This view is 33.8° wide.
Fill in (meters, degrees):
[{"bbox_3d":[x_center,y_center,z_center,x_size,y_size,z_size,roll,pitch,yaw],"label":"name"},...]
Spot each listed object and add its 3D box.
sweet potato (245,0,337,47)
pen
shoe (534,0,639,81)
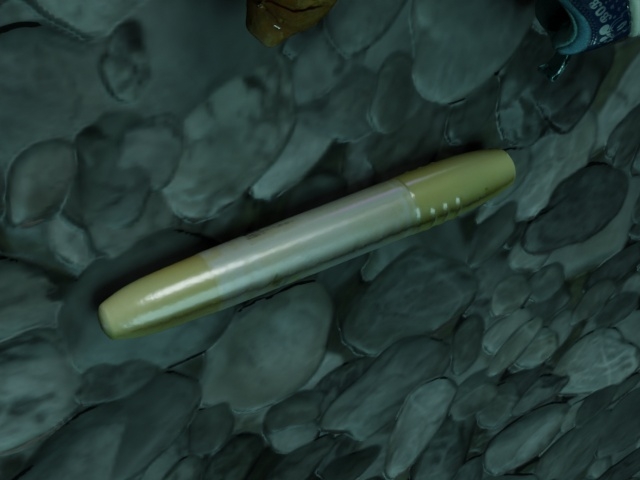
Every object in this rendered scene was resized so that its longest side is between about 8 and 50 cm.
[{"bbox_3d":[-0.002,-0.158,0.358,0.056,0.056,0.195,-8,124,-35],"label":"sweet potato"},{"bbox_3d":[0.000,0.000,0.521,0.233,0.032,0.040,-21,160,-22],"label":"pen"},{"bbox_3d":[0.103,-0.134,0.464,0.071,0.064,0.143,-30,138,14],"label":"shoe"}]
